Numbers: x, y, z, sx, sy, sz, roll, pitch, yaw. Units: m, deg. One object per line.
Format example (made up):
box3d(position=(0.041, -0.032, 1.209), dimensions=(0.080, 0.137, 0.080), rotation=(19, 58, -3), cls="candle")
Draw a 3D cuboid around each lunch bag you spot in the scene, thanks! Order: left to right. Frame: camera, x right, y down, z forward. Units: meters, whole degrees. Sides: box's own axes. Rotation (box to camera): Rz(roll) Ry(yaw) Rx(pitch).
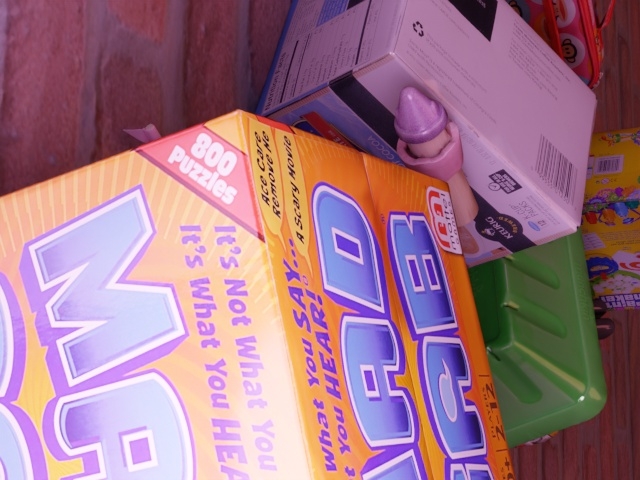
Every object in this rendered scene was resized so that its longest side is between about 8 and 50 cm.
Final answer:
box3d(position=(0.349, -0.372, 2.203), dimensions=(0.120, 0.258, 0.293), rotation=(-57, 135, -53), cls="lunch bag")

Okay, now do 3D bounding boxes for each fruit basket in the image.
box3d(position=(0.275, 0.142, 1.943), dimensions=(0.392, 0.283, 0.392), rotation=(37, 39, -38), cls="fruit basket")

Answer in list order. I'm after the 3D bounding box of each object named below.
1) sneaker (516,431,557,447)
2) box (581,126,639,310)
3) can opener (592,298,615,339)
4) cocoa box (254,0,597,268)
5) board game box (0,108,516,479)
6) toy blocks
box3d(position=(0.358, 0.234, 2.304), dimensions=(0.088, 0.093, 0.225), rotation=(27, 57, -61), cls="sneaker")
box3d(position=(0.469, -0.027, 2.360), dimensions=(0.279, 0.290, 0.177), rotation=(63, 33, -40), cls="box")
box3d(position=(0.386, 0.124, 2.273), dimensions=(0.283, 0.095, 0.076), rotation=(0, 59, -32), cls="can opener")
box3d(position=(0.132, -0.157, 1.635), dimensions=(0.347, 0.228, 0.231), rotation=(39, 48, -29), cls="cocoa box")
box3d(position=(-0.089, 0.151, 1.006), dimensions=(0.356, 0.357, 0.356), rotation=(12, 64, -63), cls="board game box")
box3d(position=(-0.023, -0.013, 1.337), dimensions=(0.260, 0.289, 0.309), rotation=(61, 38, -46), cls="toy blocks")
